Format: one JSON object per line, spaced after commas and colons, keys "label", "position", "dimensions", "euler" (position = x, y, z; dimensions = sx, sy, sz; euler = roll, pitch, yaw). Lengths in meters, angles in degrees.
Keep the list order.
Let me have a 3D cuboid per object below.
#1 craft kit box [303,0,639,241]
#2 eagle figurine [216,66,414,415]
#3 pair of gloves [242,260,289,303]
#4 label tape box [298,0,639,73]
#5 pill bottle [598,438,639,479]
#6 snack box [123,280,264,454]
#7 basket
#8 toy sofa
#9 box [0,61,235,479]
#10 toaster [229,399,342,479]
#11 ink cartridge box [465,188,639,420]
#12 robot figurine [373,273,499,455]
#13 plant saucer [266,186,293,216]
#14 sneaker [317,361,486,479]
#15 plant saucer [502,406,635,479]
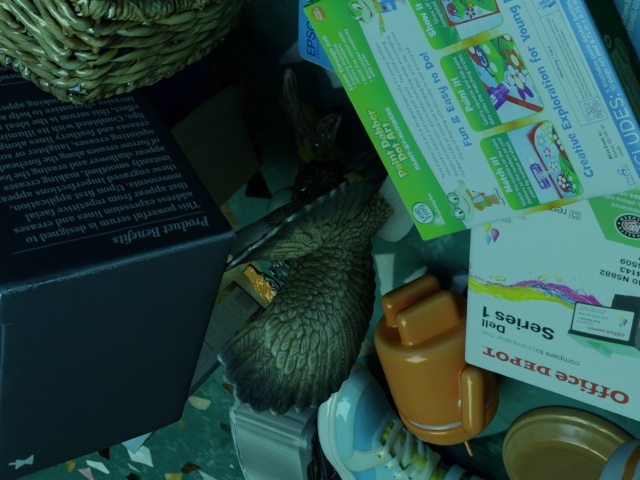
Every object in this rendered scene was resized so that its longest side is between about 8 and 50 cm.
{"label": "craft kit box", "position": [0.139, -0.136, 0.876], "dimensions": [0.246, 0.061, 0.250], "euler": [-15, 110, 40]}
{"label": "eagle figurine", "position": [-0.010, 0.005, 1.052], "dimensions": [0.225, 0.298, 0.226], "euler": [-39, 118, 23]}
{"label": "pair of gloves", "position": [-0.062, 0.052, 1.362], "dimensions": [0.074, 0.010, 0.083], "euler": [48, 136, -4]}
{"label": "label tape box", "position": [0.153, -0.236, 0.912], "dimensions": [0.347, 0.115, 0.249], "euler": [23, 133, 24]}
{"label": "pill bottle", "position": [0.489, 0.303, 1.001], "dimensions": [0.392, 0.224, 0.224], "euler": [-10, 116, 41]}
{"label": "snack box", "position": [-0.187, 0.172, 1.404], "dimensions": [0.070, 0.207, 0.174], "euler": [41, 136, 1]}
{"label": "basket", "position": [-0.168, -0.291, 0.914], "dimensions": [0.213, 0.299, 0.223], "euler": [33, 137, 11]}
{"label": "toy sofa", "position": [-0.270, -0.124, 1.278], "dimensions": [0.362, 0.150, 0.177], "euler": [1, 124, 36]}
{"label": "box", "position": [-0.284, -0.027, 0.994], "dimensions": [0.395, 0.211, 0.294], "euler": [56, 144, 29]}
{"label": "toaster", "position": [-0.034, 0.277, 1.432], "dimensions": [0.146, 0.129, 0.227], "euler": [12, 130, 31]}
{"label": "ink cartridge box", "position": [0.260, 0.020, 1.025], "dimensions": [0.201, 0.117, 0.278], "euler": [17, 131, 25]}
{"label": "robot figurine", "position": [0.138, 0.149, 1.203], "dimensions": [0.158, 0.128, 0.219], "euler": [4, 128, 35]}
{"label": "plant saucer", "position": [-0.021, -0.010, 1.277], "dimensions": [0.119, 0.021, 0.119], "euler": [19, 132, 23]}
{"label": "sneaker", "position": [0.125, 0.289, 1.331], "dimensions": [0.208, 0.127, 0.319], "euler": [10, 137, 32]}
{"label": "plant saucer", "position": [0.312, 0.291, 1.255], "dimensions": [0.199, 0.037, 0.200], "euler": [20, 132, 24]}
